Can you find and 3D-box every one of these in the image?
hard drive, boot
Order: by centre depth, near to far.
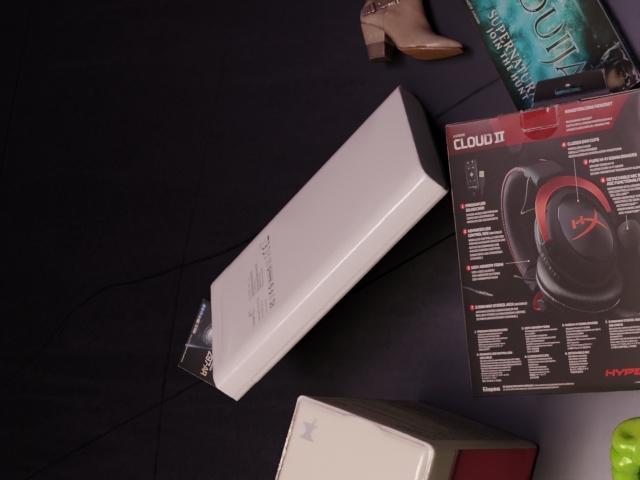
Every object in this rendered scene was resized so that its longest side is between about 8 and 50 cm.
[{"bbox_3d":[0.000,0.000,1.586,0.307,0.040,0.203,-45,24,19],"label":"hard drive"},{"bbox_3d":[0.094,-0.232,1.621,0.119,0.042,0.086,-1,76,25],"label":"boot"}]

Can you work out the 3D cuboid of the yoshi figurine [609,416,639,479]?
[{"bbox_3d":[0.345,0.135,1.235,0.203,0.204,0.362,2,106,61],"label":"yoshi figurine"}]

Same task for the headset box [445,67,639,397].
[{"bbox_3d":[0.241,-0.009,1.431,0.218,0.110,0.293,-9,86,41],"label":"headset box"}]

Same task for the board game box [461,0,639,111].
[{"bbox_3d":[0.229,-0.199,1.541,0.126,0.026,0.186,-34,69,25],"label":"board game box"}]

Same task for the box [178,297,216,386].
[{"bbox_3d":[-0.115,0.115,1.724,0.067,0.018,0.083,26,99,31],"label":"box"}]

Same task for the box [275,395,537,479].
[{"bbox_3d":[0.081,0.228,1.466,0.149,0.232,0.126,17,93,32],"label":"box"}]
